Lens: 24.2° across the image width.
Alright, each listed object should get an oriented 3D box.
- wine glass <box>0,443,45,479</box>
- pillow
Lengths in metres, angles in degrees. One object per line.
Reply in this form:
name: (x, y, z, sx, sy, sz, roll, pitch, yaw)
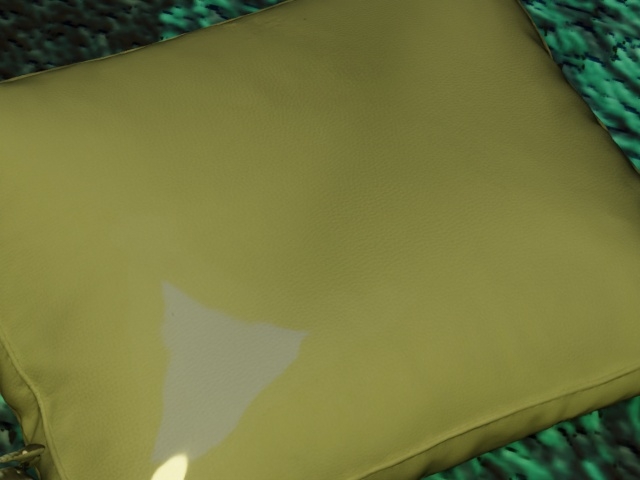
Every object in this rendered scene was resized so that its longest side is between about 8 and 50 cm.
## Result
wine glass: (-0.101, 0.185, 0.510, 0.111, 0.111, 0.204, -24, 80, -22)
pillow: (0.000, 0.000, 0.668, 0.322, 0.120, 0.255, -20, 61, -25)
